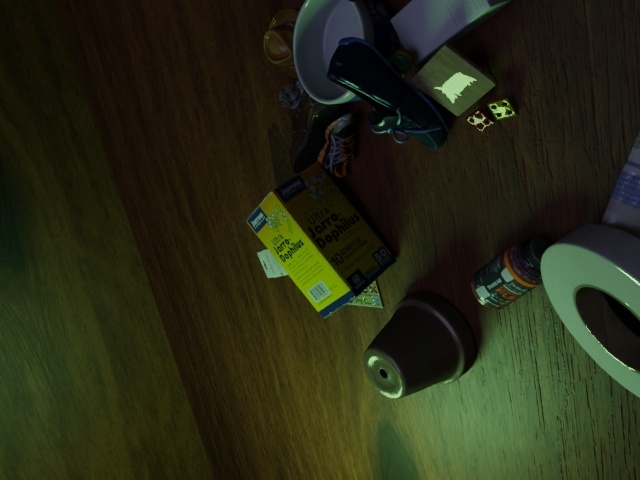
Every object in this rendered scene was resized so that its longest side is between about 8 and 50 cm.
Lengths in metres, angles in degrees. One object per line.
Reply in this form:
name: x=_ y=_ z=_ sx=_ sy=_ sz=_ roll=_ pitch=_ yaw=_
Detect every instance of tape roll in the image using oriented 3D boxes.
tape roll: x=0.568 y=0.146 z=1.144 sx=0.392 sy=0.072 sz=0.392 roll=54 pitch=172 yaw=12

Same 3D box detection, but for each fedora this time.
fedora: x=-0.094 y=-0.523 z=1.678 sx=0.194 sy=0.079 sz=0.195 roll=28 pitch=131 yaw=37

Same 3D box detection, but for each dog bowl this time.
dog bowl: x=0.052 y=-0.459 z=1.480 sx=0.264 sy=0.104 sz=0.265 roll=19 pitch=115 yaw=49

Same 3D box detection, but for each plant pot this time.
plant pot: x=0.236 y=0.297 z=1.656 sx=0.263 sy=0.229 sz=0.263 roll=30 pitch=132 yaw=38

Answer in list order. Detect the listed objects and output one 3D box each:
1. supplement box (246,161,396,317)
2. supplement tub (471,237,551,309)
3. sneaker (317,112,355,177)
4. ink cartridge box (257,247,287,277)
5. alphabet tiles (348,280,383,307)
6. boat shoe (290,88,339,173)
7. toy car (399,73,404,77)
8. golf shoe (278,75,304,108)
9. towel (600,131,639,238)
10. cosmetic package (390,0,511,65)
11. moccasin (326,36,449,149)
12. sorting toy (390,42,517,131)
supplement box: x=0.000 y=0.000 z=1.735 sx=0.357 sy=0.194 sz=0.195 roll=51 pitch=143 yaw=2
supplement tub: x=0.429 y=0.071 z=1.385 sx=0.106 sy=0.106 sz=0.198 roll=54 pitch=143 yaw=12
sneaker: x=0.058 y=-0.253 z=1.663 sx=0.083 sy=0.084 sz=0.215 roll=50 pitch=152 yaw=19
ink cartridge box: x=-0.128 y=0.061 z=2.093 sx=0.180 sy=0.060 sz=0.104 roll=-14 pitch=101 yaw=53
alphabet tiles: x=0.089 y=0.089 z=1.890 sx=0.198 sy=0.009 sz=0.237 roll=-1 pitch=111 yaw=51
boat shoe: x=-0.024 y=-0.306 z=1.709 sx=0.105 sy=0.110 sz=0.307 roll=64 pitch=151 yaw=22
toy car: x=0.169 y=-0.358 z=1.492 sx=0.060 sy=0.040 sz=0.122 roll=20 pitch=125 yaw=43
golf shoe: x=-0.028 y=-0.416 z=1.682 sx=0.176 sy=0.086 sz=0.069 roll=-31 pitch=67 yaw=28
towel: x=0.610 y=-0.092 z=1.048 sx=0.209 sy=0.034 sz=0.285 roll=32 pitch=113 yaw=43
cosmetic package: x=0.261 y=-0.470 z=1.278 sx=0.231 sy=0.085 sz=0.118 roll=-25 pitch=92 yaw=56
moccasin: x=0.139 y=-0.296 z=1.372 sx=0.342 sy=0.117 sz=0.137 roll=35 pitch=173 yaw=-26
sorting toy: x=0.287 y=-0.338 z=1.304 sx=0.274 sy=0.046 sz=0.132 roll=34 pitch=151 yaw=-10
